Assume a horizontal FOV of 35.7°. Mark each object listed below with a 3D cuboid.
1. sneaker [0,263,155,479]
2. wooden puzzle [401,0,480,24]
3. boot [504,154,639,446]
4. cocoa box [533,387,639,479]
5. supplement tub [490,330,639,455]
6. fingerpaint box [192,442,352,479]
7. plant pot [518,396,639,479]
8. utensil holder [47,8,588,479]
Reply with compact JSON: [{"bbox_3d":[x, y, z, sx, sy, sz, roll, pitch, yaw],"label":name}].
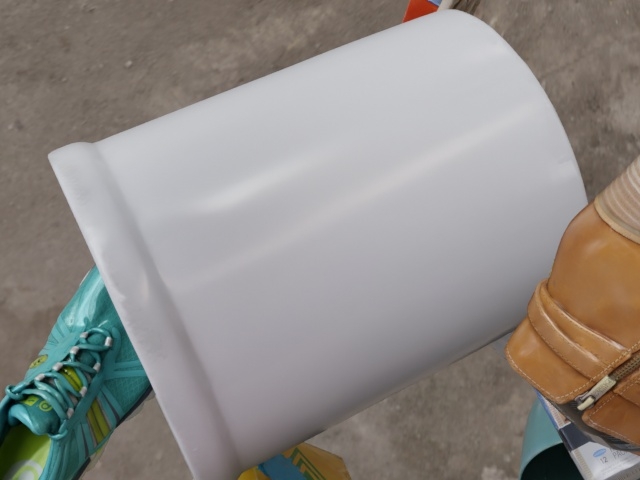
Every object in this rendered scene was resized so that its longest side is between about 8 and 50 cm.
[{"bbox_3d":[-0.203,0.128,0.811,0.107,0.110,0.275,26,80,7],"label":"sneaker"},{"bbox_3d":[0.148,-0.275,1.464,0.081,0.322,0.347,26,122,8],"label":"wooden puzzle"},{"bbox_3d":[0.196,0.051,0.459,0.197,0.073,0.152,37,124,11],"label":"boot"},{"bbox_3d":[0.518,0.212,1.534,0.347,0.231,0.228,-30,66,8],"label":"cocoa box"},{"bbox_3d":[0.330,0.118,1.140,0.194,0.193,0.316,-29,130,24],"label":"supplement tub"},{"bbox_3d":[-0.103,0.473,1.016,0.163,0.371,0.444,27,104,-25],"label":"fingerpaint box"},{"bbox_3d":[0.551,0.408,2.035,0.293,0.235,0.293,5,129,6],"label":"plant pot"},{"bbox_3d":[0.000,0.000,0.904,0.386,0.327,0.327,-24,110,-11],"label":"utensil holder"}]
